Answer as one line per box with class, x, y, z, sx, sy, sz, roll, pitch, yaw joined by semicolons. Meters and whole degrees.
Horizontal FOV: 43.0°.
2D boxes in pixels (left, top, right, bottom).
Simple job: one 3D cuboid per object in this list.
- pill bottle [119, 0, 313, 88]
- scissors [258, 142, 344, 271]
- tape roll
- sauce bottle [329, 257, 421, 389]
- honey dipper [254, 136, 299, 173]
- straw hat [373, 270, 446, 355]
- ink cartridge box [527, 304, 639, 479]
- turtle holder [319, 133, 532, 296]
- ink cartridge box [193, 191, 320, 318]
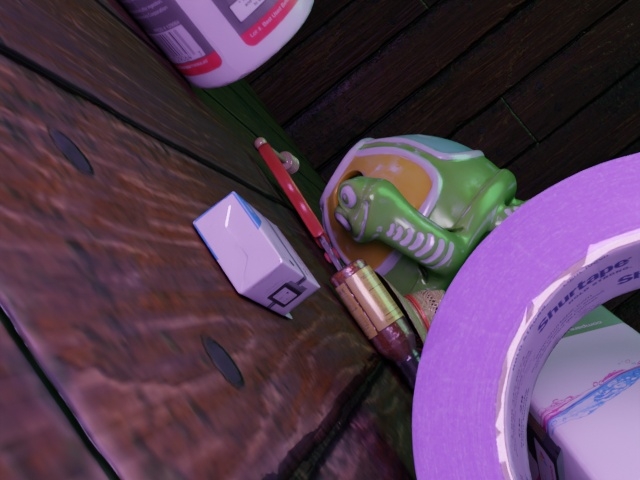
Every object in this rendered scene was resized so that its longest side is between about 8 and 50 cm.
pill bottle;-0.161;-0.326;0.828;0.318;0.176;0.176;50;5;-33
scissors;0.000;0.000;0.915;0.297;0.021;0.109;59;-1;40
tape roll;0.188;0.095;0.398;0.275;0.274;0.090;54;4;27
sauce bottle;0.058;0.078;0.745;0.128;0.042;0.042;57;5;5
honey dipper;-0.067;-0.126;1.202;0.030;0.030;0.160;53;8;13
straw hat;0.107;0.081;0.814;0.145;0.061;0.144;62;-9;18
ink cartridge box;0.221;0.191;0.593;0.278;0.117;0.202;-114;-169;-73
turtle holder;0.108;-0.010;1.010;0.227;0.243;0.320;36;39;12
ink cartridge box;-0.030;0.011;0.438;0.048;0.028;0.083;54;4;21
